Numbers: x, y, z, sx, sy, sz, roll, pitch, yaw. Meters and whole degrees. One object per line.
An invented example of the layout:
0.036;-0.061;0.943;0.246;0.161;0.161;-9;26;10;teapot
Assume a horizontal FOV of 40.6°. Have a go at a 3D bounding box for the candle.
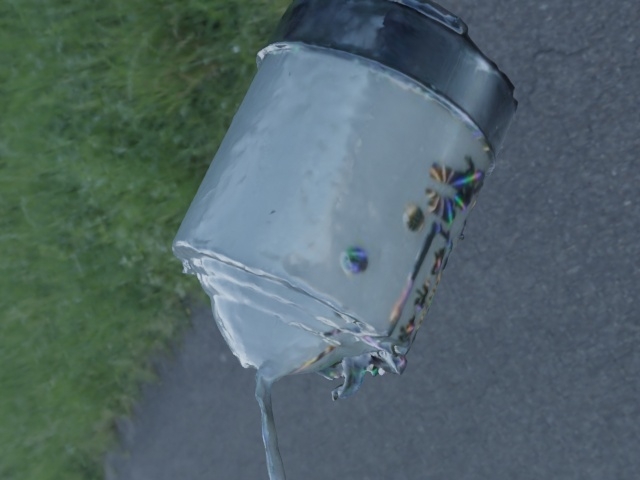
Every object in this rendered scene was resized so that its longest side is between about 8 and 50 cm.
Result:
0.000;0.000;0.588;0.187;0.330;0.187;23;168;5;candle
